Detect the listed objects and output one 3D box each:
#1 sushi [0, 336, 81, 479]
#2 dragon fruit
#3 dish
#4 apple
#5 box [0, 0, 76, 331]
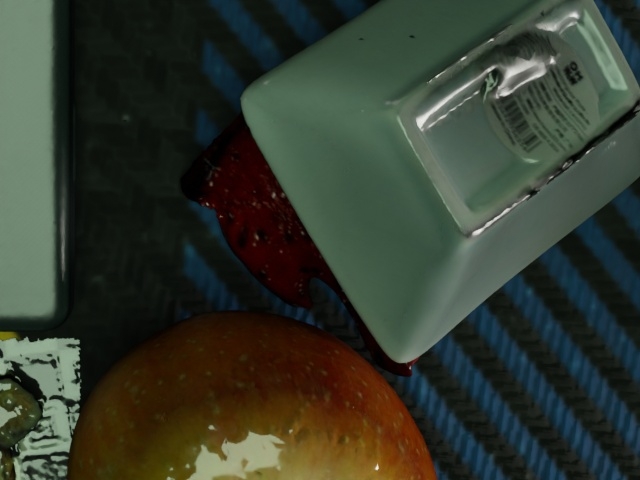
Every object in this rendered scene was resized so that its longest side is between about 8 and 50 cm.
[{"bbox_3d":[-0.247,0.128,0.938,0.201,0.031,0.139,0,97,-6],"label":"sushi"},{"bbox_3d":[0.004,0.001,0.917,0.122,0.092,0.192,-29,99,-2],"label":"dragon fruit"},{"bbox_3d":[0.097,-0.068,0.875,0.243,0.080,0.182,-37,101,-30],"label":"dish"},{"bbox_3d":[-0.039,0.152,0.896,0.210,0.173,0.235,-6,107,-10],"label":"apple"},{"bbox_3d":[-0.224,-0.061,0.907,0.160,0.050,0.230,0,97,-7],"label":"box"}]
